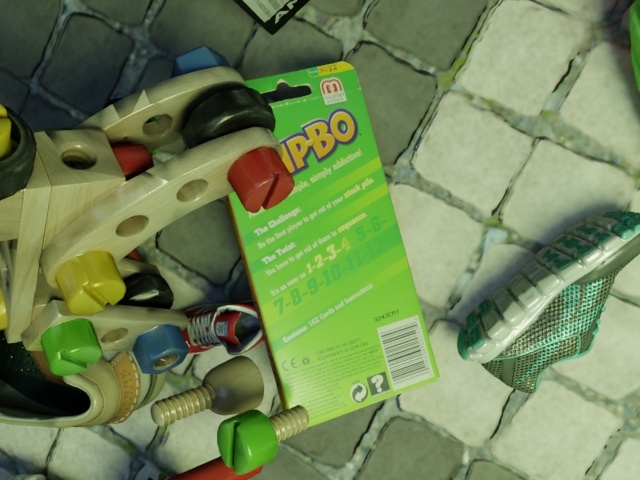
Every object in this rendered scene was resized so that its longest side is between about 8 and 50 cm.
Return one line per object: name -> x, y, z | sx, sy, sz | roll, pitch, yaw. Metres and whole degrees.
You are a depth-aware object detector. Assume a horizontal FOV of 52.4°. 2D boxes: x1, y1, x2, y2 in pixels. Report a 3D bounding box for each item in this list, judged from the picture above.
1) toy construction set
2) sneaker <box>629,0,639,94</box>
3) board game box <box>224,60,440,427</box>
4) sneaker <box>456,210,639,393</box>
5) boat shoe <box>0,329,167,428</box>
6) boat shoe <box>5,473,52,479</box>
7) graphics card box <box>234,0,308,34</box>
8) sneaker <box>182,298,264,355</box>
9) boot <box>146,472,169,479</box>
toy construction set -> -0.159, 0.038, 0.404 | 0.257, 0.237, 0.309 | -21, 84, 46
sneaker -> 0.398, -0.046, 0.387 | 0.482, 0.185, 0.202 | 40, 83, 4
board game box -> 0.000, 0.000, 0.501 | 0.124, 0.039, 0.260 | -15, 93, -16
sneaker -> 0.184, 0.048, 0.485 | 0.076, 0.065, 0.166 | 44, 106, -10
boat shoe -> -0.291, 0.087, 0.563 | 0.302, 0.103, 0.113 | 9, 96, 12
boat shoe -> -0.273, 0.365, 0.581 | 0.094, 0.109, 0.303 | 13, 94, 9
graphics card box -> -0.115, -0.270, 0.361 | 0.094, 0.371, 0.233 | -41, 86, 12
sneaker -> -0.088, 0.074, 0.536 | 0.118, 0.067, 0.042 | -16, 90, 13
boot -> -0.057, 0.272, 0.518 | 0.229, 0.091, 0.263 | 45, 104, -2
